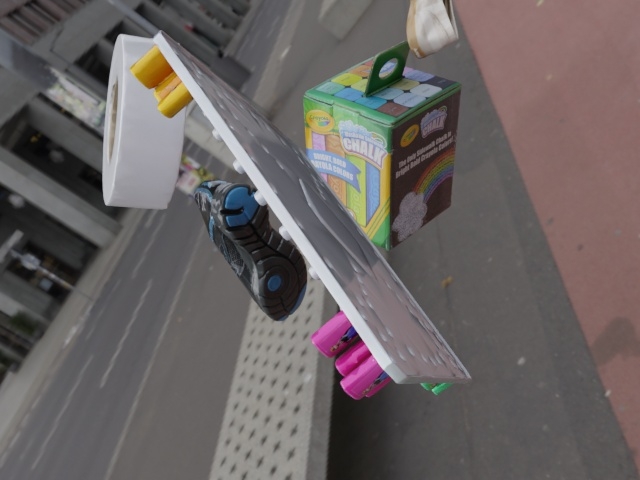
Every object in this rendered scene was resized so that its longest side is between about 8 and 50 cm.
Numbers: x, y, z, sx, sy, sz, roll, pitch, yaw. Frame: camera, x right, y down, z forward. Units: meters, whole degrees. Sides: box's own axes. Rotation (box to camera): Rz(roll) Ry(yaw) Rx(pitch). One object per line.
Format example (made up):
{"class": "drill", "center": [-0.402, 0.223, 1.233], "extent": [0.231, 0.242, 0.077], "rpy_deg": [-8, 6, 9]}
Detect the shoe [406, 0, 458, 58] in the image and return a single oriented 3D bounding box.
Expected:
{"class": "shoe", "center": [0.148, -0.337, 0.947], "extent": [0.058, 0.076, 0.219], "rpy_deg": [-14, 63, 34]}

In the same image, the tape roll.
{"class": "tape roll", "center": [-0.300, -0.196, 1.213], "extent": [0.286, 0.100, 0.286], "rpy_deg": [-176, 90, -69]}

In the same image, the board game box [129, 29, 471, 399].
{"class": "board game box", "center": [0.000, 0.000, 0.776], "extent": [0.050, 0.390, 0.390], "rpy_deg": [-39, -20, 8]}

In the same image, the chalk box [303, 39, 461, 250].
{"class": "chalk box", "center": [0.095, -0.168, 1.132], "extent": [0.179, 0.289, 0.180], "rpy_deg": [26, 44, 35]}

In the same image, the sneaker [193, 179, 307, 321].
{"class": "sneaker", "center": [-0.132, 0.014, 1.431], "extent": [0.125, 0.341, 0.139], "rpy_deg": [-40, 38, -24]}
